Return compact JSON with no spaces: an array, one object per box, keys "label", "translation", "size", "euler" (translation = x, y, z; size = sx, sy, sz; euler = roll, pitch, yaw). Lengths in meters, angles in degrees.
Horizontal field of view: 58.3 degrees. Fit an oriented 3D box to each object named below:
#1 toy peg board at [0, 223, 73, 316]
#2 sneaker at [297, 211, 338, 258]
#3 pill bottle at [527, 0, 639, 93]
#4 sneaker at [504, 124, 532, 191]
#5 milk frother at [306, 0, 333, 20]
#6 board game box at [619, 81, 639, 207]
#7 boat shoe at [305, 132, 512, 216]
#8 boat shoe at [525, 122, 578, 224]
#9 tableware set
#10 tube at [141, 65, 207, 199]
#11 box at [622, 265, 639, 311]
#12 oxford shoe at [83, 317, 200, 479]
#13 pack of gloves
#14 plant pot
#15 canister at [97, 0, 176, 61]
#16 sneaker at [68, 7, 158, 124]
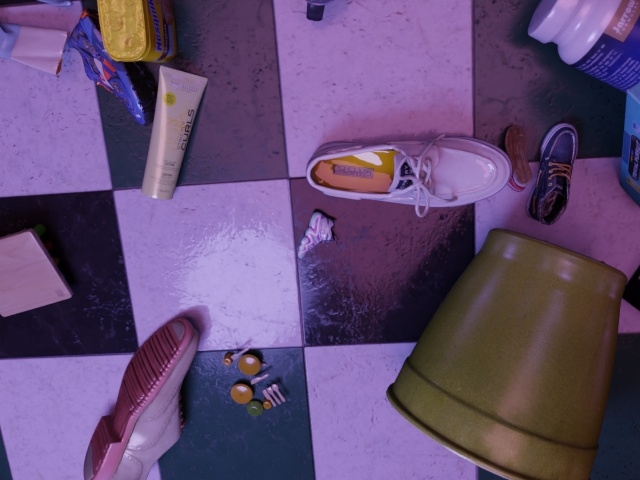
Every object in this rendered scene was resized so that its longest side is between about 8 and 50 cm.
[{"label":"toy peg board","translation":[-0.600,0.051,1.163],"size":[0.161,0.079,0.161],"euler":[-15,119,8]},{"label":"sneaker","translation":[0.000,0.000,1.116],"size":[0.069,0.038,0.098],"euler":[23,105,-1]},{"label":"pill bottle","translation":[0.490,-0.337,0.936],"size":[0.264,0.153,0.153],"euler":[24,105,-2]},{"label":"sneaker","translation":[0.360,-0.147,1.057],"size":[0.042,0.067,0.119],"euler":[-5,74,8]},{"label":"milk frother","translation":[0.033,-0.441,0.949],"size":[0.143,0.135,0.129],"euler":[-6,135,8]},{"label":"board game box","translation":[0.604,-0.197,0.886],"size":[0.253,0.336,0.079],"euler":[-35,60,11]},{"label":"boat shoe","translation":[0.150,-0.119,0.999],"size":[0.366,0.156,0.136],"euler":[6,107,8]},{"label":"boat shoe","translation":[0.428,-0.117,1.032],"size":[0.065,0.083,0.184],"euler":[12,105,1]},{"label":"tableware set","translation":[-0.150,0.299,1.214],"size":[0.104,0.024,0.154],"euler":[-31,101,14]},{"label":"tube","translation":[-0.281,-0.196,1.072],"size":[0.062,0.070,0.240],"euler":[20,104,10]},{"label":"box","translation":[0.682,0.087,1.064],"size":[0.158,0.093,0.156],"euler":[26,105,-4]},{"label":"oxford shoe","translation":[-0.345,0.341,1.204],"size":[0.146,0.140,0.397],"euler":[26,102,-35]},{"label":"pack of gloves","translation":[-0.549,-0.422,1.047],"size":[0.232,0.046,0.195],"euler":[18,91,5]},{"label":"plant pot","translation":[0.348,0.178,1.002],"size":[0.366,0.366,0.353],"euler":[21,94,-1]},{"label":"canister","translation":[-0.304,-0.367,0.974],"size":[0.073,0.170,0.126],"euler":[-2,105,4]},{"label":"sneaker","translation":[-0.376,-0.306,1.052],"size":[0.087,0.083,0.221],"euler":[-29,96,24]}]
